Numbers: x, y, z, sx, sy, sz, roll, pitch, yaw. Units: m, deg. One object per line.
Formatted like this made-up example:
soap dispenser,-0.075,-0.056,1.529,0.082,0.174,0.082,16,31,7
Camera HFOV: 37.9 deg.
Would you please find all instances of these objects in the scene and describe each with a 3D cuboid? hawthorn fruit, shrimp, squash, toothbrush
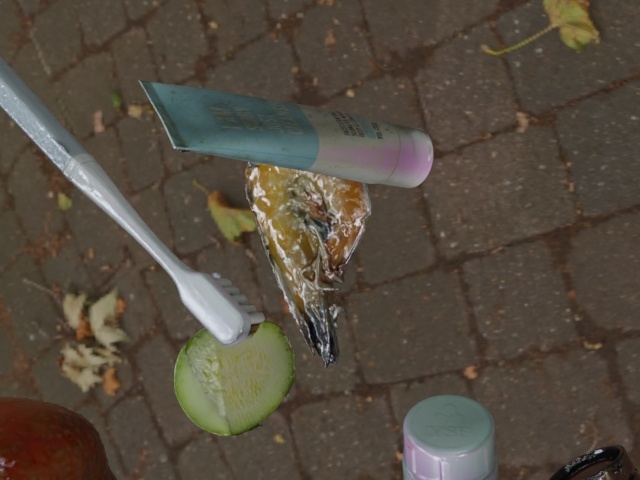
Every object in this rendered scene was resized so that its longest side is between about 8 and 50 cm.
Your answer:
hawthorn fruit,-0.434,0.351,1.271,0.330,0.287,0.287,7,98,43
shrimp,0.000,0.000,1.187,0.164,0.062,0.316,-17,86,29
squash,-0.058,0.099,0.796,0.075,0.200,0.090,-36,90,10
toothbrush,-0.153,-0.057,0.561,0.342,0.030,0.025,42,107,22

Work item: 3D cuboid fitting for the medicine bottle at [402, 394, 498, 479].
medicine bottle,0.178,0.314,1.286,0.135,0.135,0.168,21,131,37

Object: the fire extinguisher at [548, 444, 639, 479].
fire extinguisher,0.374,0.378,0.974,0.141,0.105,0.341,-32,86,9

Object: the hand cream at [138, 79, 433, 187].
hand cream,-0.024,-0.107,0.929,0.070,0.312,0.111,-58,45,29
